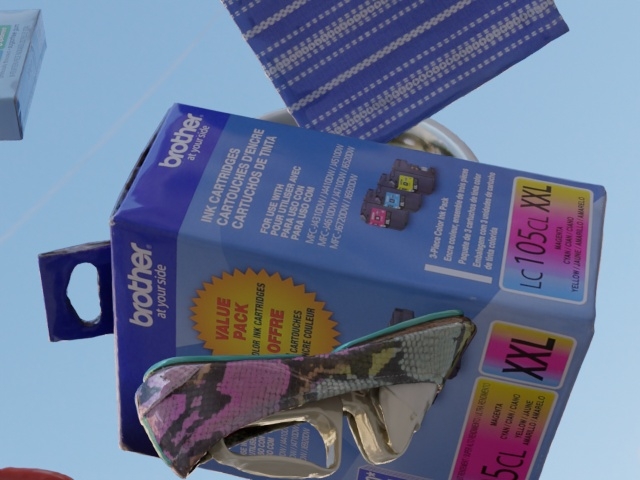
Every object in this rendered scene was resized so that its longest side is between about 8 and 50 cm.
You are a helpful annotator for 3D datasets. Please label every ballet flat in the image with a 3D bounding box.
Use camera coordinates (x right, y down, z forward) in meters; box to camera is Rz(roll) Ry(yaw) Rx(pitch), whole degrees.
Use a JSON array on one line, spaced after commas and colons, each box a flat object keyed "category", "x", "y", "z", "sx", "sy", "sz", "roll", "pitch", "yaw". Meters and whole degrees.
[{"category": "ballet flat", "x": 0.004, "y": 0.094, "z": 0.651, "sx": 0.222, "sy": 0.079, "sz": 0.077, "roll": -7, "pitch": -26, "yaw": -31}]

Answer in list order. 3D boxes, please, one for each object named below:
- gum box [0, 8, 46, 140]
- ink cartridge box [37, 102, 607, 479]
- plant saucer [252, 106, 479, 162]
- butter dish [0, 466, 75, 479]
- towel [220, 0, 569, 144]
[{"category": "gum box", "x": -0.324, "y": -0.134, "z": 0.917, "sx": 0.184, "sy": 0.157, "sz": 0.041, "roll": -2, "pitch": -53, "yaw": -3}, {"category": "ink cartridge box", "x": -0.010, "y": 0.061, "z": 0.879, "sx": 0.151, "sy": 0.396, "sz": 0.270, "roll": -70, "pitch": -10, "yaw": -46}, {"category": "plant saucer", "x": 0.000, "y": 0.000, "z": 1.322, "sx": 0.400, "sy": 0.400, "sz": 0.100, "roll": -31, "pitch": -43, "yaw": -16}, {"category": "butter dish", "x": -0.135, "y": 0.117, "z": 0.288, "sx": 0.160, "sy": 0.160, "sz": 0.118, "roll": 0, "pitch": -34, "yaw": -13}, {"category": "towel", "x": 0.024, "y": -0.253, "z": 0.939, "sx": 0.243, "sy": 0.040, "sz": 0.336, "roll": -31, "pitch": -80, "yaw": 6}]
